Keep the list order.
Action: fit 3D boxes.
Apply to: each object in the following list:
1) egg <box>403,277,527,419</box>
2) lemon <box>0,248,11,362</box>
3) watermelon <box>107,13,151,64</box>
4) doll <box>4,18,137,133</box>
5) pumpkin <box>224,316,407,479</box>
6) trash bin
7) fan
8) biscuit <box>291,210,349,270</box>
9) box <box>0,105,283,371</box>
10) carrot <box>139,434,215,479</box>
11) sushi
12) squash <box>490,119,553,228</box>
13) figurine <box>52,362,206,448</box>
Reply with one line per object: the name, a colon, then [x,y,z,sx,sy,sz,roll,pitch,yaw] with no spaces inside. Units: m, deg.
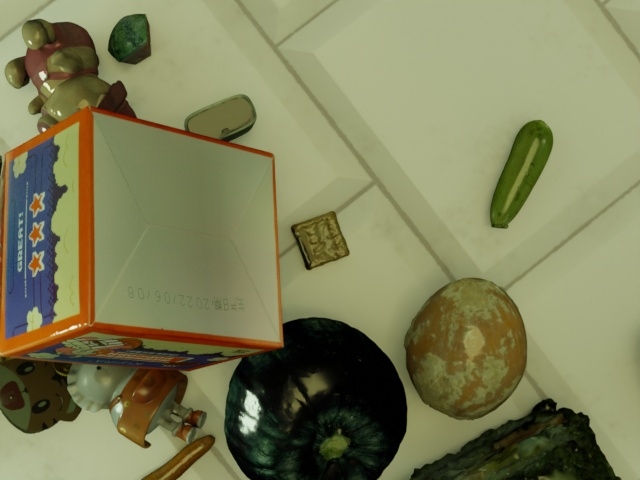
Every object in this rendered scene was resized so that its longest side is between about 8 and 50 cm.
egg: [0.240,0.176,1.833,0.203,0.203,0.245,6,113,-5]
lemon: [-0.512,0.062,1.757,0.229,0.228,0.253,-6,90,-5]
watermelon: [-0.304,-0.333,1.856,0.072,0.092,0.084,2,100,-43]
doll: [-0.390,-0.225,1.792,0.152,0.196,0.256,-34,87,-5]
pumpkin: [-0.011,0.266,1.792,0.315,0.238,0.315,-12,118,-23]
trash bin: [-0.163,-0.191,1.837,0.116,0.130,0.059,-23,92,-4]
fan: [-0.497,0.253,1.807,0.227,0.008,0.152,-22,91,-40]
biscuit: [0.000,0.000,1.908,0.081,0.018,0.083,-21,93,-5]
box: [-0.269,0.015,1.669,0.349,0.257,0.318,10,71,-43]
carrot: [-0.276,0.405,1.874,0.248,0.043,0.043,-38,93,-6]
sushi: [0.308,0.413,1.796,0.352,0.294,0.178,-27,94,-12]
squash: [0.340,-0.111,1.914,0.066,0.066,0.201,24,88,-5]
figurine: [-0.314,0.248,1.835,0.271,0.143,0.143,16,88,23]
